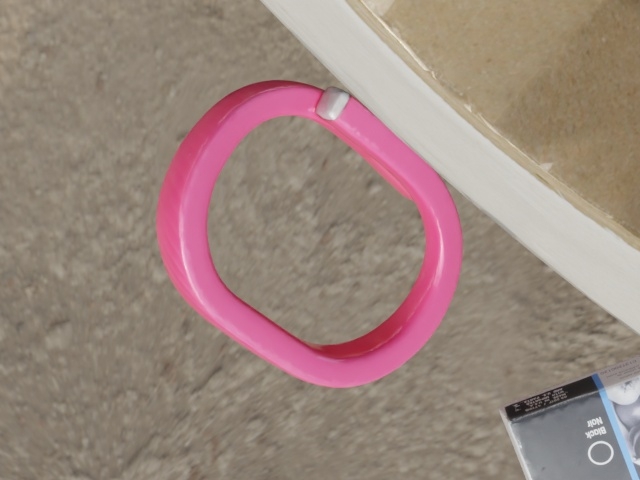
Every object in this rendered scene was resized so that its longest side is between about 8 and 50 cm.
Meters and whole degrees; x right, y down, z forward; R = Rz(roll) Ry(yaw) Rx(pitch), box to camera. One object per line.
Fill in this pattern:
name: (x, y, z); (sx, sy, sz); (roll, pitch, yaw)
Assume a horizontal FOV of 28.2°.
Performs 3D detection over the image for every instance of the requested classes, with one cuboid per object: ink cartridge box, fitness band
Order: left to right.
fitness band: (0.000, 0.000, 1.023); (0.291, 0.054, 0.209); (37, 82, -37)
ink cartridge box: (0.268, 0.185, 0.966); (0.206, 0.045, 0.208); (-22, 104, 6)

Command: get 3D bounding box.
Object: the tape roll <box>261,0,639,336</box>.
tape roll: (0.063, -0.072, 0.281); (0.392, 0.392, 0.072); (43, 86, 2)
